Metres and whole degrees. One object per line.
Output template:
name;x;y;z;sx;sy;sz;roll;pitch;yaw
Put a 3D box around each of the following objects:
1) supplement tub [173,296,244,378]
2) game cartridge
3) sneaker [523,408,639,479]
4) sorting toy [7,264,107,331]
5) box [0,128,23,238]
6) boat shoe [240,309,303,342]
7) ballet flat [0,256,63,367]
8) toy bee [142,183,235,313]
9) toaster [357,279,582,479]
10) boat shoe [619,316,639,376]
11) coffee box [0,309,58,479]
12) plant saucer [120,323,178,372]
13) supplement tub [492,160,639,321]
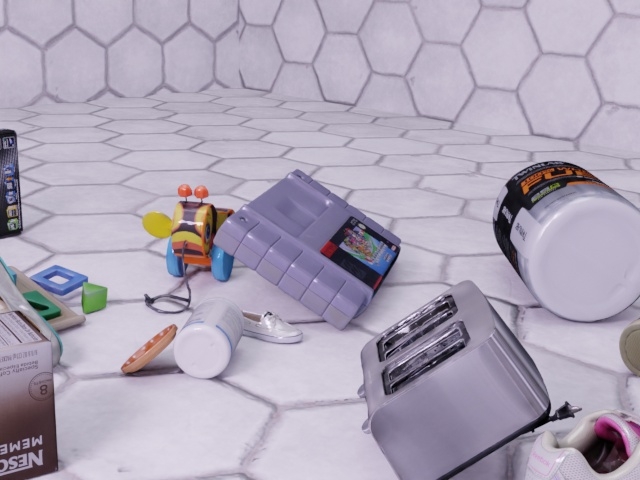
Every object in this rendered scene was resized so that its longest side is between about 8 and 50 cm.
supplement tub;-0.136;0.119;1.153;0.071;0.071;0.107;4;16;6
game cartridge;0.000;0.000;1.429;0.230;0.068;0.355;30;21;5
sneaker;0.285;0.206;0.828;0.252;0.111;0.103;-6;18;-27
sorting toy;-0.441;0.081;1.245;0.196;0.047;0.347;25;27;33
box;-0.602;-0.088;1.592;0.045;0.191;0.184;13;19;36
boat shoe;-0.069;0.111;1.247;0.100;0.035;0.035;10;18;25
ballet flat;-0.394;0.083;1.146;0.068;0.072;0.213;-19;51;-40
toy bee;-0.176;-0.014;1.446;0.195;0.162;0.298;0;16;-11
toaster;0.129;0.139;0.914;0.185;0.110;0.168;-34;14;10
boat shoe;0.518;0.133;1.106;0.302;0.113;0.103;14;26;39
coffee box;-0.376;0.162;0.853;0.246;0.141;0.098;-8;19;-35
plant saucer;-0.204;0.132;1.126;0.083;0.013;0.083;-37;9;7
supplement tub;0.377;-0.013;1.449;0.193;0.193;0.316;1;16;-2
